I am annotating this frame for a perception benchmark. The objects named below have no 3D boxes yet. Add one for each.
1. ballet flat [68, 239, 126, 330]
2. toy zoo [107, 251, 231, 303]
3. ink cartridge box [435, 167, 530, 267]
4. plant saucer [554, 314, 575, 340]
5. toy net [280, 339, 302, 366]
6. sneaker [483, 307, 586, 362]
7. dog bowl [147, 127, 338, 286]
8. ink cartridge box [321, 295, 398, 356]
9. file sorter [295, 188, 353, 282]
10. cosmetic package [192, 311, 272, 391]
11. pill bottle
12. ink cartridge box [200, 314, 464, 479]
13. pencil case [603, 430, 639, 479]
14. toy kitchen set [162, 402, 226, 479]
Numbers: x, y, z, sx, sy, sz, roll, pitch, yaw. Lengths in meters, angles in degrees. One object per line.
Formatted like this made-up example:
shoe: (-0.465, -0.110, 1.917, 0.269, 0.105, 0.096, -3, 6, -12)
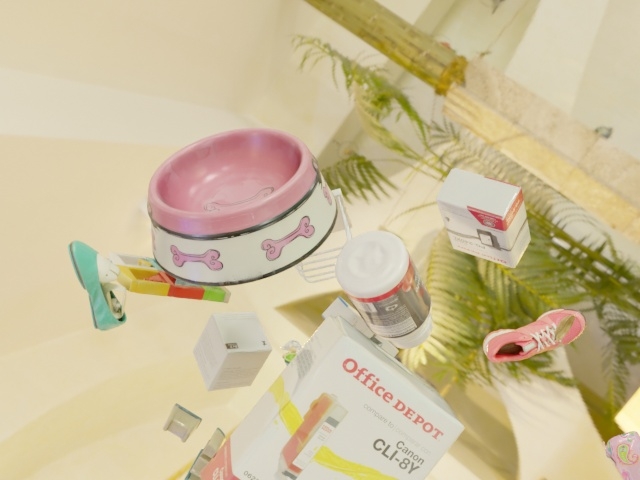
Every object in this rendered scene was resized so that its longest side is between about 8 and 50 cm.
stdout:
ballet flat: (-0.466, 0.092, 1.448, 0.087, 0.083, 0.247, -9, -52, -7)
toy zoo: (-0.380, 0.084, 1.599, 0.293, 0.192, 0.030, 10, -77, -36)
ink cartridge box: (0.248, -0.031, 1.017, 0.063, 0.109, 0.150, -58, -33, -18)
plant saucer: (0.648, 0.230, 1.800, 0.083, 0.015, 0.083, -30, -41, -30)
toy net: (-0.080, 0.405, 2.435, 0.232, 0.122, 0.045, -120, 33, -72)
sneaker: (0.637, 0.301, 2.000, 0.313, 0.116, 0.136, -24, 2, 17)
dog bowl: (-0.175, -0.092, 1.413, 0.408, 0.407, 0.150, -43, -44, -35)
ink cartridge box: (0.111, 0.261, 1.896, 0.082, 0.190, 0.139, -49, 29, 1)
file sorter: (0.000, 0.000, 1.973, 0.192, 0.173, 0.278, -14, -20, 5)
cosmetic package: (-0.262, 0.325, 1.994, 0.151, 0.151, 0.184, 2, -47, -37)
pill bottle: (0.169, 0.134, 1.638, 0.176, 0.176, 0.319, -49, -42, -14)
ink cartridge box: (0.015, 0.366, 1.175, 0.385, 0.279, 0.160, -52, 10, 1)
pencil case: (0.958, 0.712, 2.014, 0.124, 0.124, 0.284, -60, 25, 31)
toy kitchen set: (-0.350, 0.539, 1.790, 0.207, 0.166, 0.122, -59, 1, 28)
